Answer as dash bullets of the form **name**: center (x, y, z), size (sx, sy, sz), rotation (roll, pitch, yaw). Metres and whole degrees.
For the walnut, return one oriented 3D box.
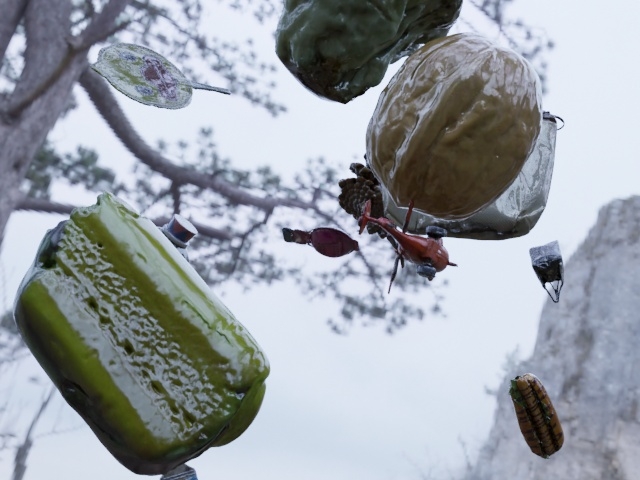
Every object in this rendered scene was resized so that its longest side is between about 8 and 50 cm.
- **walnut**: center (0.180, -0.153, 1.281), size (0.225, 0.261, 0.225), rotation (35, 5, -3)

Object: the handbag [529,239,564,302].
- **handbag**: center (0.536, 0.084, 2.197), size (0.072, 0.115, 0.139), rotation (-12, -70, 13)

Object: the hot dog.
- **hot dog**: center (0.257, 0.210, 1.121), size (0.049, 0.037, 0.122), rotation (-25, -71, 6)

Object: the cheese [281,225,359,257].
- **cheese**: center (0.000, 0.000, 1.726), size (0.145, 0.038, 0.095), rotation (9, -34, 11)

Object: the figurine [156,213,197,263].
- **figurine**: center (-0.372, 0.067, 2.119), size (0.158, 0.161, 0.275), rotation (23, -60, -7)

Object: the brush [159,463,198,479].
- **brush**: center (-0.240, 0.360, 1.540), size (0.070, 0.196, 0.021), rotation (-11, -15, -26)

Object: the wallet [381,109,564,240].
- **wallet**: center (0.257, -0.128, 1.652), size (0.335, 0.275, 0.068), rotation (6, -26, 6)

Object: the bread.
- **bread**: center (-0.254, 0.146, 1.318), size (0.376, 0.251, 0.208), rotation (47, -20, 11)

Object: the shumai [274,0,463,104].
- **shumai**: center (0.058, -0.352, 1.472), size (0.309, 0.263, 0.304), rotation (31, -18, -15)

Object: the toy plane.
- **toy plane**: center (0.115, -0.005, 1.200), size (0.077, 0.126, 0.194), rotation (8, -34, 30)

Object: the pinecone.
- **pinecone**: center (0.153, -0.124, 2.138), size (0.168, 0.212, 0.185), rotation (23, -38, 54)

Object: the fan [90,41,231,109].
- **fan**: center (-0.338, -0.348, 2.023), size (0.335, 0.229, 0.011), rotation (5, -48, -38)
